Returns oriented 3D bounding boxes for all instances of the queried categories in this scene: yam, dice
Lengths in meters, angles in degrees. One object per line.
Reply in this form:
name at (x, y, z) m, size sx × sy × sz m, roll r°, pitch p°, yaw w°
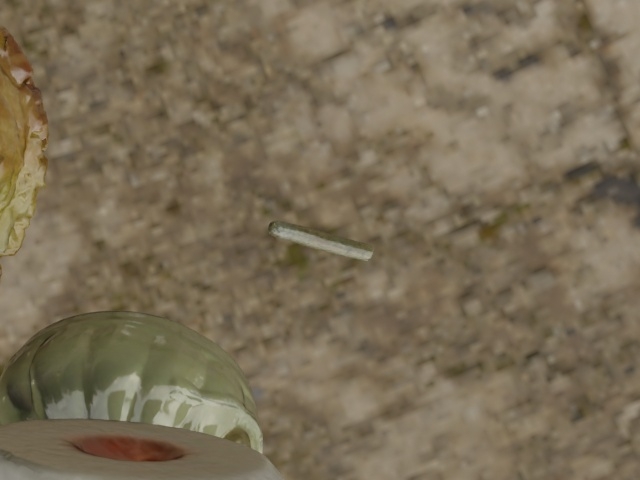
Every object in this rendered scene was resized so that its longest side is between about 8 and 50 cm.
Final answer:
yam at (0.000, 0.000, 1.938) m, size 0.116 × 0.021 × 0.021 m, roll 14°, pitch 137°, yaw -20°
dice at (-0.162, 0.283, 1.460) m, size 0.243 × 0.251 × 0.259 m, roll 4°, pitch -176°, yaw -39°

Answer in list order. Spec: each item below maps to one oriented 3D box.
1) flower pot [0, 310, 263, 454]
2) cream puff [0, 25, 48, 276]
flower pot at (-0.216, 0.254, 1.972) m, size 0.307 × 0.244 × 0.307 m, roll 4°, pitch 134°, yaw 5°
cream puff at (-0.371, -0.056, 1.583) m, size 0.327 × 0.343 × 0.231 m, roll -19°, pitch -169°, yaw 22°
